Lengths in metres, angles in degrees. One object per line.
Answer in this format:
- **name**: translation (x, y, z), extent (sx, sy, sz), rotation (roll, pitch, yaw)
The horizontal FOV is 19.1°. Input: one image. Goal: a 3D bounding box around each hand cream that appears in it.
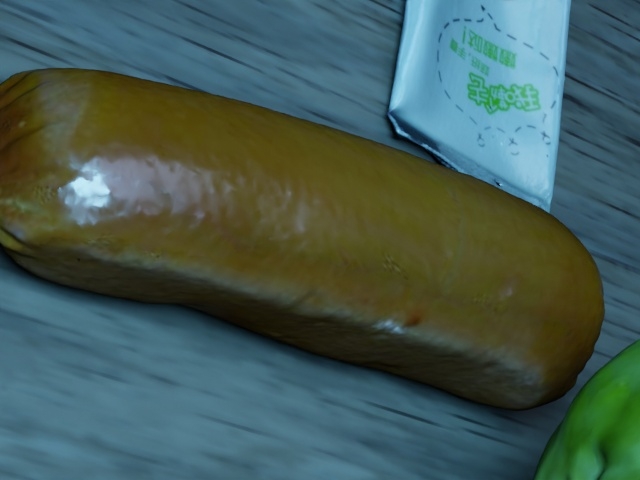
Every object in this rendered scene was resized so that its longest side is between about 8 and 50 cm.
- **hand cream**: translation (0.102, -0.176, 1.081), extent (0.121, 0.076, 0.336), rotation (25, 61, -30)

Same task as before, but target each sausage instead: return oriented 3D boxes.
- **sausage**: translation (0.000, -0.001, 0.864), extent (0.348, 0.094, 0.097), rotation (19, 54, -35)

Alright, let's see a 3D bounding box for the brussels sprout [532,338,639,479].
- **brussels sprout**: translation (0.227, 0.181, 0.863), extent (0.316, 0.242, 0.274), rotation (61, 20, 8)
